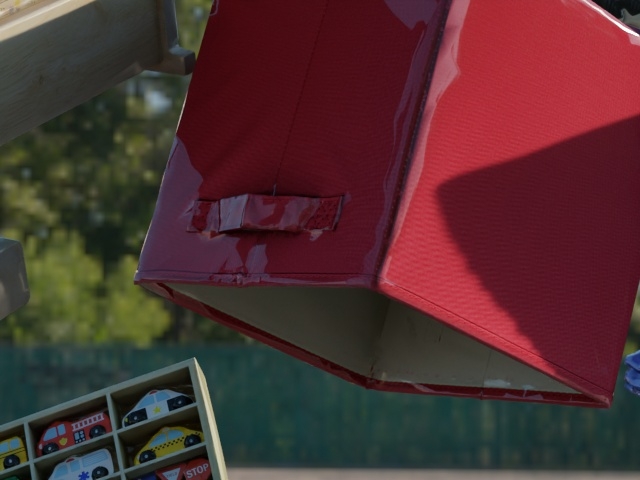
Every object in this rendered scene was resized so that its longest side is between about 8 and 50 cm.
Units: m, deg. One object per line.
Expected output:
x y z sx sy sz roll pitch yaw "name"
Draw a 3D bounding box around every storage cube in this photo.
0.049 -0.034 1.025 0.215 0.193 0.184 26 -18 -40 "storage cube"

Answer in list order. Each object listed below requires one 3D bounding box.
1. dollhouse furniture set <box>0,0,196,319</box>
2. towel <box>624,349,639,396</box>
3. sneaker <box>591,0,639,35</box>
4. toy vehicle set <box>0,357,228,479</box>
-0.168 -0.179 1.030 0.174 0.355 0.303 11 27 31 "dollhouse furniture set"
0.310 -0.029 1.147 0.040 0.336 0.243 40 -1 -2 "towel"
0.273 -0.186 1.627 0.170 0.068 0.071 22 -12 -8 "sneaker"
-0.223 0.227 1.852 0.267 0.166 0.035 -20 -39 3 "toy vehicle set"
